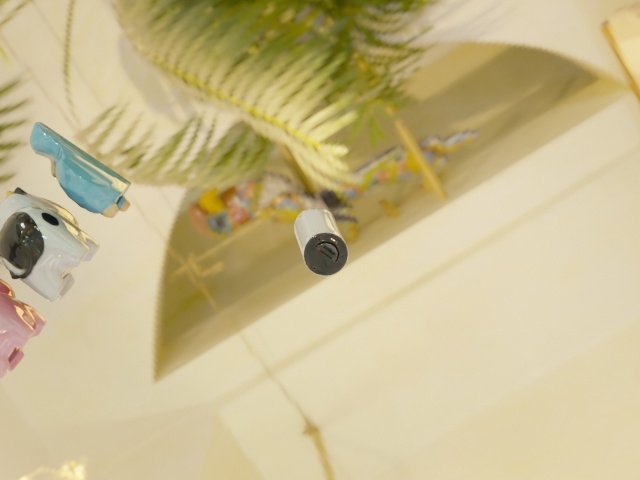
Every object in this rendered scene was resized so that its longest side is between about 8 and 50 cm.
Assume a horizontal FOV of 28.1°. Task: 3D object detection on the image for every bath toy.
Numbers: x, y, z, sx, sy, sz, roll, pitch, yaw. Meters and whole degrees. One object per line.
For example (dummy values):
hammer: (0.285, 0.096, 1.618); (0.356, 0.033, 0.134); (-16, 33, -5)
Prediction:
bath toy: (-0.330, 0.057, 1.262); (0.129, 0.348, 0.151); (34, 179, -3)

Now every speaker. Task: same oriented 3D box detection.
speaker: (0.000, 0.000, 1.547); (0.055, 0.055, 0.136); (58, -178, -15)
